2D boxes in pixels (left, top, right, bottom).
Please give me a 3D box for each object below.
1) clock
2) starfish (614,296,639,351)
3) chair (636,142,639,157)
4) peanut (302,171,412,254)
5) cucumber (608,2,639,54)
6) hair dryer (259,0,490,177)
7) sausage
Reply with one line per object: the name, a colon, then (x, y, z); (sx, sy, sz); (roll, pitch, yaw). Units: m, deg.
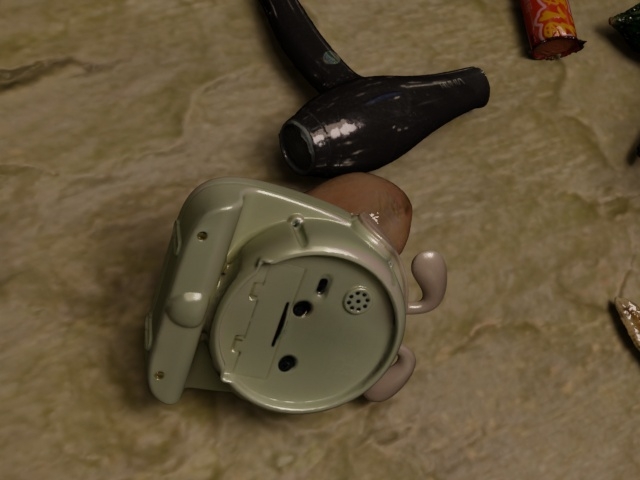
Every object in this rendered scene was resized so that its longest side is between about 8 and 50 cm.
clock: (-0.012, 0.047, 0.627); (0.191, 0.062, 0.151); (12, 112, -17)
starfish: (0.345, 0.112, 0.783); (0.277, 0.062, 0.236); (-41, 83, -22)
chair: (0.411, -0.134, 0.775); (0.136, 0.147, 0.270); (39, 90, -9)
peanut: (0.000, 0.000, 0.684); (0.152, 0.076, 0.076); (-24, 81, -21)
cucumber: (0.402, -0.161, 0.877); (0.300, 0.072, 0.072); (19, 67, -12)
hair dryer: (0.014, -0.158, 0.758); (0.196, 0.075, 0.219); (-25, 73, -34)
sausage: (0.196, -0.233, 0.847); (0.050, 0.048, 0.145); (-14, 71, 17)
